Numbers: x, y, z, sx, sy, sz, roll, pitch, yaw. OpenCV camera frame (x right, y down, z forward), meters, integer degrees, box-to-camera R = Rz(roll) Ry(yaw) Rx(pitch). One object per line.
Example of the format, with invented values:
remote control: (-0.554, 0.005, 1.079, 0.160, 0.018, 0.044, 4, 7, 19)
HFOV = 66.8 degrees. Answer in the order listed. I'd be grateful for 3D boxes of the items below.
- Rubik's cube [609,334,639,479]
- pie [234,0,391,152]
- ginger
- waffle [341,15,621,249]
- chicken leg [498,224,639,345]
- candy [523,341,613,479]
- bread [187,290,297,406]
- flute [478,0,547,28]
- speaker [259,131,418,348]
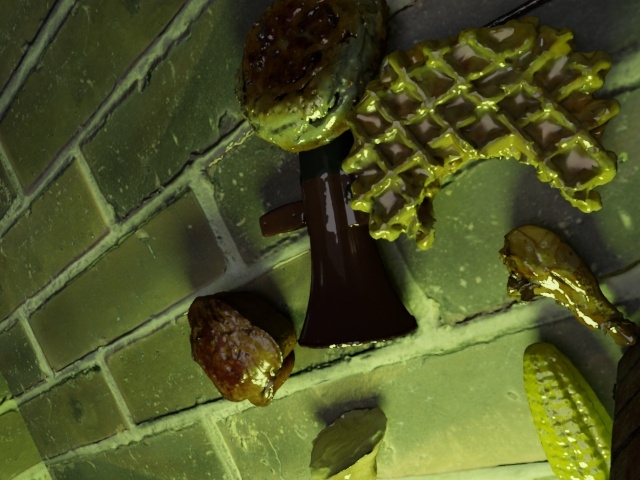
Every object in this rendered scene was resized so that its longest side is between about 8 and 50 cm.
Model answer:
Rubik's cube: (0.503, 0.149, 0.410, 0.337, 0.344, 0.343, 32, 120, 21)
pie: (-0.026, -0.267, 0.747, 0.308, 0.085, 0.308, -14, 64, 32)
ginger: (0.077, 0.405, 0.913, 0.122, 0.115, 0.193, 42, 116, -9)
waffle: (0.190, -0.131, 0.624, 0.324, 0.151, 0.261, -15, 92, 19)
chicken leg: (0.326, 0.069, 0.655, 0.207, 0.085, 0.101, 44, 96, 11)
candy: (0.347, 0.238, 0.687, 0.106, 0.094, 0.198, -27, 81, 36)
bread: (-0.166, 0.213, 0.978, 0.247, 0.135, 0.232, 28, 117, 23)
flute: (0.314, -0.320, 0.597, 0.270, 0.014, 0.014, -20, 92, 34)
speaker: (0.022, 0.007, 0.828, 0.259, 0.198, 0.329, 144, 117, -71)
